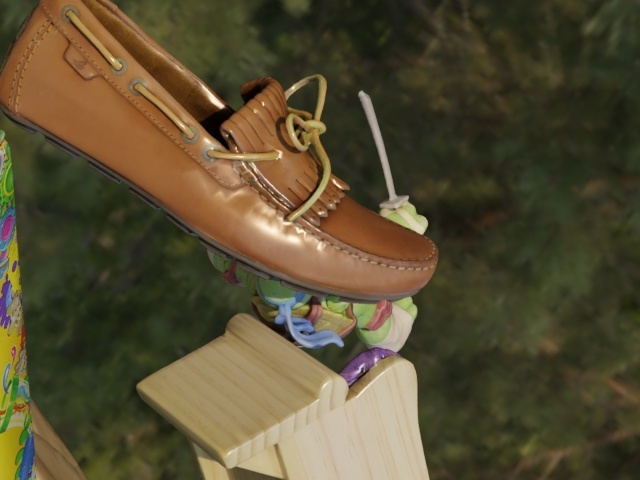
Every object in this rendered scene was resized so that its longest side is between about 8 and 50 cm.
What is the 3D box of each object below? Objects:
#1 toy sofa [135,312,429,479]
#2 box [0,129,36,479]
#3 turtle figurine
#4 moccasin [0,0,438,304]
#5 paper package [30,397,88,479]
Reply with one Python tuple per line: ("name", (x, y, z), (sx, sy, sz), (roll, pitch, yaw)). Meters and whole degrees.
("toy sofa", (-0.003, 0.241, 1.311), (0.177, 0.362, 0.150), (-29, -148, -23))
("box", (-0.293, 0.074, 0.678), (0.177, 0.290, 0.279), (-65, 166, -45))
("turtle figurine", (0.000, 0.000, 1.461), (0.198, 0.274, 0.266), (-27, 157, 3))
("moccasin", (-0.066, -0.078, 1.250), (0.147, 0.380, 0.139), (-56, -178, 16))
("paper package", (-0.374, 0.347, 1.574), (0.325, 0.309, 0.168), (-34, -176, 2))
